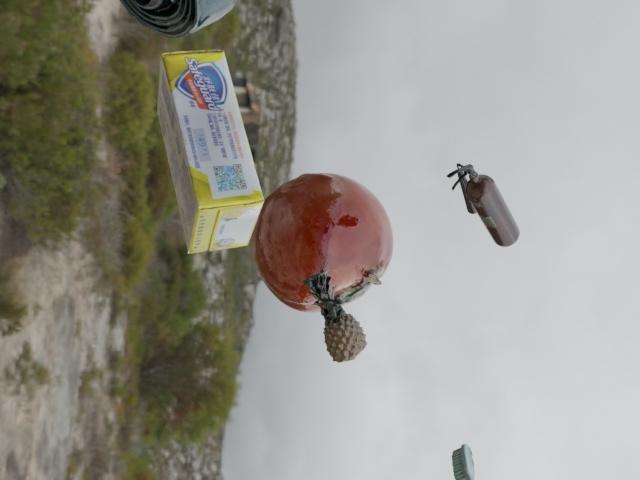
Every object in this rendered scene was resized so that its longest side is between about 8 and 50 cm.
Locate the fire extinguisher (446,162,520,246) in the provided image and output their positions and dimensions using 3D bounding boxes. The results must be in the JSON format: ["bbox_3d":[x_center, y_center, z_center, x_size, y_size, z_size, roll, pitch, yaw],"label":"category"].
[{"bbox_3d":[0.131,-0.037,0.614,0.100,0.032,0.046,50,17,-39],"label":"fire extinguisher"}]

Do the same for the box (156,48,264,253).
[{"bbox_3d":[-0.172,-0.132,1.117,0.168,0.097,0.265,117,-40,-62],"label":"box"}]

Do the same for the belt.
[{"bbox_3d":[-0.242,-0.433,1.178,0.268,0.116,0.206,13,-50,47],"label":"belt"}]

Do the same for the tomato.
[{"bbox_3d":[0.000,0.000,1.651,0.321,0.322,0.321,-176,-90,-79],"label":"tomato"}]

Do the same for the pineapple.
[{"bbox_3d":[0.014,0.093,0.951,0.124,0.058,0.058,63,-6,-11],"label":"pineapple"}]

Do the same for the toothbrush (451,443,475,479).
[{"bbox_3d":[0.130,0.268,0.617,0.019,0.016,0.219,-36,-147,29],"label":"toothbrush"}]
